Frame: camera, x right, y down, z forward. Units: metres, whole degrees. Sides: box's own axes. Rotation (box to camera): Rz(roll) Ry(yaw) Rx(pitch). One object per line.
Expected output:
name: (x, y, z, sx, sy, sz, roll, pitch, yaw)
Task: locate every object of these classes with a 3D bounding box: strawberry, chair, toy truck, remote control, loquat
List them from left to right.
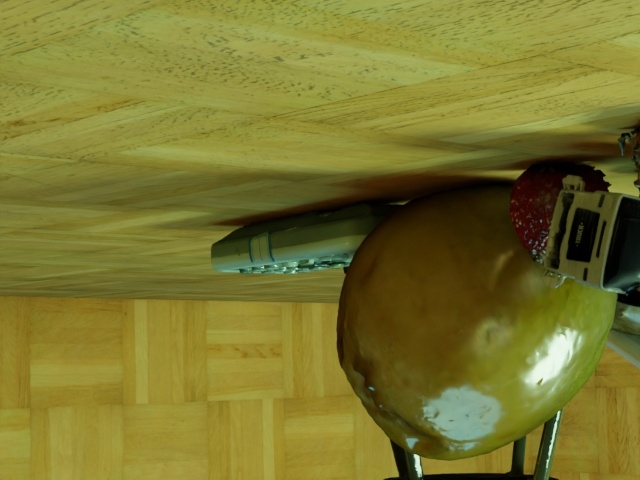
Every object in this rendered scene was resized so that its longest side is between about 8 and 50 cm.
remote control: (0.000, 0.000, 1.652, 0.128, 0.065, 0.335, 5, 172, -34)
chair: (0.237, 0.227, 2.295, 0.365, 0.410, 0.362, 0, 175, -5)
loquat: (0.158, 0.085, 1.436, 0.284, 0.276, 0.276, -15, 179, -19)
strawberry: (0.221, -0.025, 1.297, 0.106, 0.106, 0.106, -1, 175, 0)
toy truck: (0.311, 0.011, 1.232, 0.243, 0.101, 0.125, 10, -176, -30)

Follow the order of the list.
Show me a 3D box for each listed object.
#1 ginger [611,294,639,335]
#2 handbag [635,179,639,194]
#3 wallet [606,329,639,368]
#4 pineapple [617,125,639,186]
ginger: (0.420, 0.047, 1.733, 0.256, 0.176, 0.375, 14, -176, 33)
handbag: (0.467, -0.046, 1.295, 0.192, 0.074, 0.332, 7, 173, -40)
wallet: (0.401, 0.140, 1.750, 0.095, 0.033, 0.190, 22, -170, -35)
pineapple: (0.336, -0.071, 1.093, 0.221, 0.047, 0.221, -3, 175, 0)
